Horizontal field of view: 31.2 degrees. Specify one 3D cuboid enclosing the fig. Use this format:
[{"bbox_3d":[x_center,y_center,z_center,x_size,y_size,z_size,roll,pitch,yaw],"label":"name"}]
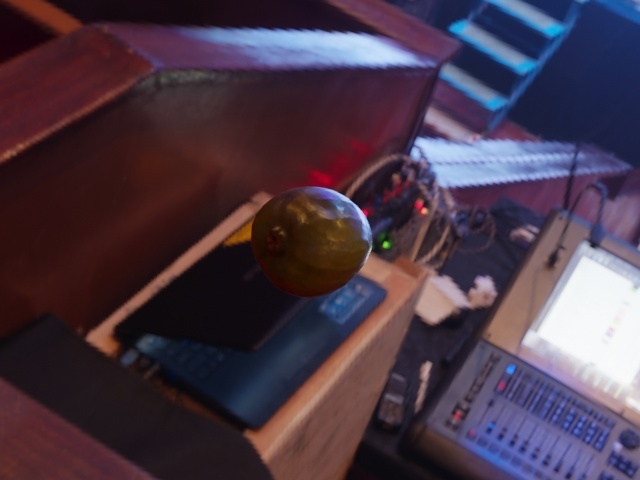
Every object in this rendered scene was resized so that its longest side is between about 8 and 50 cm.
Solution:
[{"bbox_3d":[0.000,0.000,0.756,0.088,0.074,0.074,-2,42,-44],"label":"fig"}]
